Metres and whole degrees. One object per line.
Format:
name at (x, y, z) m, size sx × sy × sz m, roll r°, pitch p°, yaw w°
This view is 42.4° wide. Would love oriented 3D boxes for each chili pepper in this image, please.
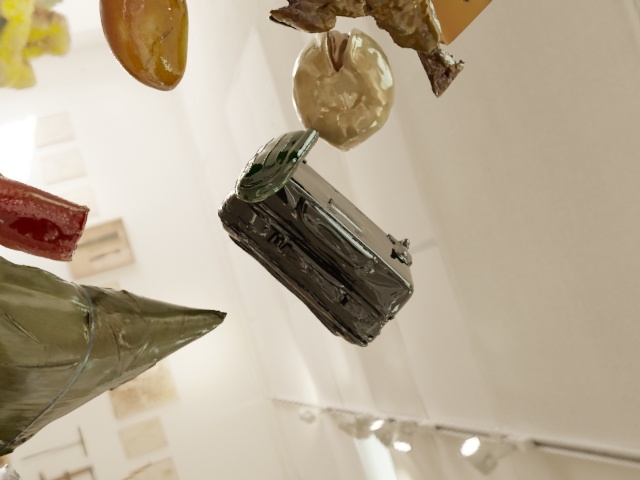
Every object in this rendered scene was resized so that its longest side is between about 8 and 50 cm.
chili pepper at (-0.609, -0.065, 1.537) m, size 0.134 × 0.338 × 0.131 m, roll -178°, pitch -70°, yaw -78°

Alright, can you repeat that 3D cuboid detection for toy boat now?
toy boat at (-0.067, -0.114, 1.213) m, size 0.210 × 0.104 × 0.052 m, roll -64°, pitch 136°, yaw -58°

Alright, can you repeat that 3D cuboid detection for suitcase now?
suitcase at (0.000, 0.000, 1.431) m, size 0.345 × 0.188 × 0.339 m, roll 43°, pitch 9°, yaw -6°

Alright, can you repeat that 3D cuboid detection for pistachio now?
pistachio at (0.046, -0.300, 1.579) m, size 0.318 × 0.193 × 0.214 m, roll -82°, pitch 171°, yaw -54°

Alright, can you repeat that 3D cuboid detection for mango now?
mango at (-0.266, -0.331, 1.283) m, size 0.112 × 0.145 × 0.219 m, roll 21°, pitch -45°, yaw 39°

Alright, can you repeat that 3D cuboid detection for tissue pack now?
tissue pack at (0.333, -0.663, 2.075) m, size 0.145 × 0.274 × 0.194 m, roll 38°, pitch -8°, yaw 50°

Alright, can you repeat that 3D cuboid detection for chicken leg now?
chicken leg at (0.069, -0.388, 1.303) m, size 0.409 × 0.295 × 0.182 m, roll 54°, pitch 9°, yaw -22°

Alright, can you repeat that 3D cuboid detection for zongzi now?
zongzi at (-0.384, 0.209, 1.269) m, size 0.356 × 0.392 × 0.174 m, roll -56°, pitch -140°, yaw 30°

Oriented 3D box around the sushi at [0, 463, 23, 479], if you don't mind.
sushi at (-0.481, 0.494, 1.268) m, size 0.134 × 0.109 × 0.273 m, roll -40°, pitch 141°, yaw -83°
